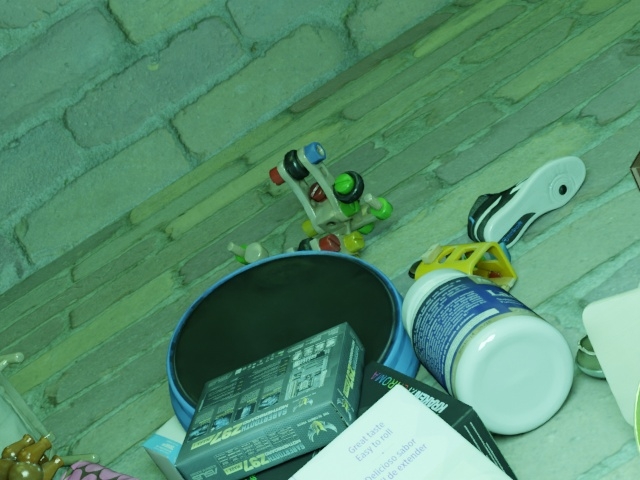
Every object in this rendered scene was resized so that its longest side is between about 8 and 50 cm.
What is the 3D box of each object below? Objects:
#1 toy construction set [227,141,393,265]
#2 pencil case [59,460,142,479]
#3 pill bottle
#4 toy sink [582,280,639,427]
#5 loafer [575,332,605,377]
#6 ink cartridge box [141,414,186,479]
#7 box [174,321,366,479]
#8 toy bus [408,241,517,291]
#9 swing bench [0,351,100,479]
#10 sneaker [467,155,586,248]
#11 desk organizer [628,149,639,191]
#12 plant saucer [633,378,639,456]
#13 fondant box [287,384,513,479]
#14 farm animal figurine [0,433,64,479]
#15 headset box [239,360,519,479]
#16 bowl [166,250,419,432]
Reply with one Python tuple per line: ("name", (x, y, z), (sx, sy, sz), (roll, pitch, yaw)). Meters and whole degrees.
("toy construction set", (0.000, 0.000, 1.991), (0.309, 0.237, 0.257), (-46, 49, 10))
("pencil case", (-0.337, 0.402, 1.647), (0.209, 0.095, 0.098), (-3, 51, 55))
("pill bottle", (0.205, 0.133, 1.389), (0.153, 0.153, 0.265), (-34, 21, -4))
("toy sink", (0.427, 0.087, 1.152), (0.234, 0.153, 0.131), (-22, 7, 27))
("loafer", (0.417, 0.079, 1.304), (0.251, 0.087, 0.094), (-31, 21, 2))
("ink cartridge box", (-0.179, 0.306, 1.628), (0.143, 0.092, 0.090), (-43, 24, -25))
("box", (-0.060, 0.213, 1.356), (0.232, 0.059, 0.183), (-26, 20, 19))
("toy bus", (0.197, 0.056, 1.640), (0.202, 0.104, 0.191), (-29, 21, 8))
("swing bench", (-0.562, 0.330, 1.884), (0.165, 0.253, 0.254), (-43, 23, -26))
("sneaker", (0.330, -0.076, 1.777), (0.217, 0.079, 0.121), (-38, 23, -12))
("desk organizer", (0.536, -0.134, 1.668), (0.050, 0.047, 0.130), (-7, 32, 44))
("plant saucer", (0.426, 0.172, 1.023), (0.241, 0.037, 0.241), (-15, 60, 28))
("fondant box", (0.103, 0.325, 1.008), (0.238, 0.096, 0.330), (-39, 47, -16))
("farm animal figurine", (-0.351, 0.441, 1.410), (0.326, 0.330, 0.172), (22, 49, 30))
("headset box", (0.045, 0.303, 1.267), (0.283, 0.131, 0.246), (-39, 21, -16))
("bowl", (-0.047, 0.161, 1.597), (0.391, 0.077, 0.391), (-11, 40, 9))
